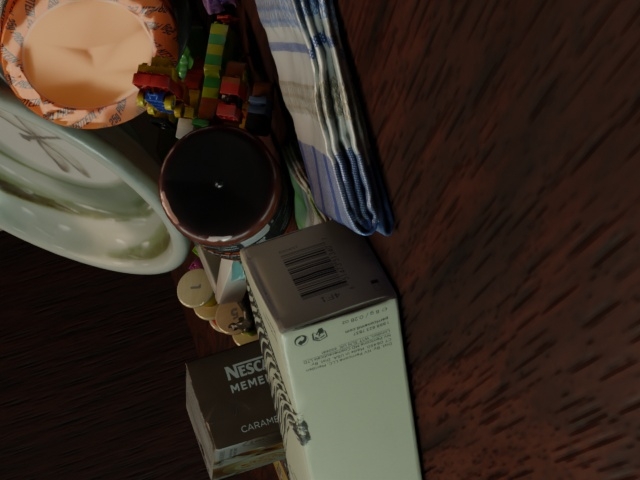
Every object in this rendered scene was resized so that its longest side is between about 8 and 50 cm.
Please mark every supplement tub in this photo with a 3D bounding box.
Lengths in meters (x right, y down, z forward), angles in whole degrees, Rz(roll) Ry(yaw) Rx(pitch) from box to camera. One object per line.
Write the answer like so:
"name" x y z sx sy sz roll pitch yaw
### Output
"supplement tub" -0.078 -0.037 1.353 0.198 0.106 0.106 53 -162 -82
"supplement tub" -0.240 -0.261 1.507 0.338 0.207 0.207 -110 7 -56

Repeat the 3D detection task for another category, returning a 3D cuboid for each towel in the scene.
"towel" 0.000 0.000 1.265 0.152 0.023 0.113 -119 15 -49
"towel" -0.020 -0.146 1.078 0.209 0.034 0.285 -144 37 -76

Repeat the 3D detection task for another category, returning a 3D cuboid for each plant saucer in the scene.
"plant saucer" -0.312 -0.103 1.685 0.400 0.401 0.100 97 -163 -69

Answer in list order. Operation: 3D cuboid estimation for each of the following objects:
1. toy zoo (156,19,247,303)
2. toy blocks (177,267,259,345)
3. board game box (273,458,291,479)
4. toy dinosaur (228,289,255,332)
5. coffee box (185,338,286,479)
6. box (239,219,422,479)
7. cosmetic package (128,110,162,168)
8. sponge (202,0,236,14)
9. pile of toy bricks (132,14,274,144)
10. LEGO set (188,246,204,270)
"toy zoo" -0.112 -0.070 1.610 0.192 0.030 0.293 104 150 -43
"toy blocks" -0.105 0.101 1.928 0.123 0.054 0.148 32 173 29
"board game box" -0.018 0.297 1.870 0.243 0.042 0.165 101 149 -72
"toy dinosaur" -0.066 0.053 1.648 0.268 0.064 0.118 -133 33 -62
"coffee box" -0.064 0.178 1.620 0.246 0.141 0.098 108 143 -73
"box" 0.014 0.124 1.194 0.113 0.094 0.275 -119 15 -50
"cosmetic package" -0.272 -0.174 1.997 0.365 0.197 0.155 -140 34 -70
"sponge" -0.126 -0.312 1.384 0.117 0.031 0.210 81 167 -46
"pile of toy bricks" -0.091 -0.147 1.348 0.212 0.118 0.105 37 -119 -78
"LEGO set" -0.138 -0.035 1.864 0.087 0.093 0.227 41 164 -1
